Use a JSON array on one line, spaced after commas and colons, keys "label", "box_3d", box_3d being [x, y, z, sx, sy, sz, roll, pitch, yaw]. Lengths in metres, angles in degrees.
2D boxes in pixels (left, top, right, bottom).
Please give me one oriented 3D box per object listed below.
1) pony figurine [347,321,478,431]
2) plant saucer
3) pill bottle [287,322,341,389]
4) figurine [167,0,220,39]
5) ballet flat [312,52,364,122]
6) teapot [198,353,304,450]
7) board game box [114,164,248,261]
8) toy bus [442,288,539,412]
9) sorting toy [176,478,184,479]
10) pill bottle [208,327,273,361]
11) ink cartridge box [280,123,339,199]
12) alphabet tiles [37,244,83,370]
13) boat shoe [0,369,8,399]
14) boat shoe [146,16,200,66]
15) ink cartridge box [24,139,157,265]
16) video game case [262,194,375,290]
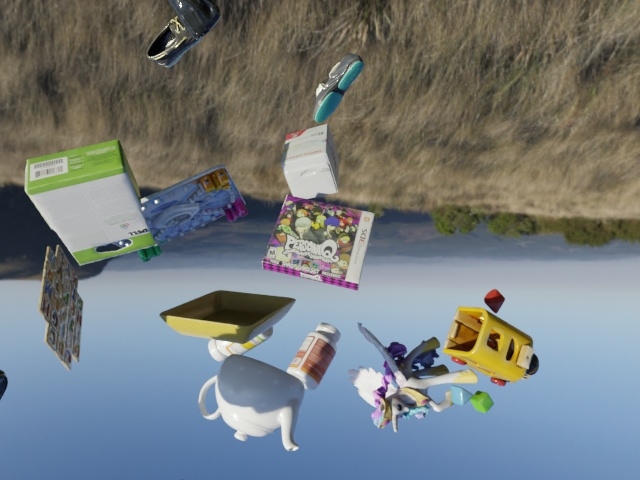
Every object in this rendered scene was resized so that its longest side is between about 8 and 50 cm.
[{"label": "pony figurine", "box_3d": [0.270, 0.448, 1.513, 0.363, 0.303, 0.351, -14, -148, -23]}, {"label": "plant saucer", "box_3d": [-0.291, 0.251, 1.498, 0.332, 0.081, 0.333, 3, -172, 22]}, {"label": "pill bottle", "box_3d": [-0.016, 0.402, 1.601, 0.121, 0.216, 0.121, 24, 147, 17]}, {"label": "figurine", "box_3d": [-0.244, -0.549, 0.885, 0.215, 0.092, 0.209, -36, 127, 14]}, {"label": "ballet flat", "box_3d": [0.037, -0.412, 1.217, 0.074, 0.074, 0.203, 2, 135, -51]}, {"label": "teapot", "box_3d": [-0.178, 0.421, 1.188, 0.252, 0.187, 0.256, 26, 157, -9]}, {"label": "board game box", "box_3d": [-0.417, -0.060, 1.336, 0.389, 0.050, 0.390, -26, 171, -6]}, {"label": "toy bus", "box_3d": [0.321, 0.196, 0.802, 0.202, 0.191, 0.104, -19, -178, -23]}, {"label": "sorting toy", "box_3d": [-0.298, 0.458, 0.828, 0.083, 0.012, 0.062, 9, 130, -36]}, {"label": "pill bottle", "box_3d": [-0.323, 0.382, 1.815, 0.245, 0.136, 0.136, -33, 167, 17]}, {"label": "ink cartridge box", "box_3d": [-0.024, -0.216, 1.259, 0.128, 0.127, 0.176, -11, -143, 13]}, {"label": "alphabet tiles", "box_3d": [-0.756, 0.192, 1.340, 0.011, 0.343, 0.285, -10, 139, -13]}, {"label": "boat shoe", "box_3d": [-0.649, 0.371, 0.789, 0.113, 0.127, 0.340, 12, -148, 5]}, {"label": "boat shoe", "box_3d": [-0.394, -0.575, 1.268, 0.227, 0.081, 0.068, -35, 169, 26]}, {"label": "ink cartridge box", "box_3d": [-0.496, -0.075, 1.012, 0.188, 0.097, 0.255, -16, 143, -13]}, {"label": "video game case", "box_3d": [0.000, 0.000, 1.098, 0.232, 0.210, 0.042, 13, 146, 7]}]
